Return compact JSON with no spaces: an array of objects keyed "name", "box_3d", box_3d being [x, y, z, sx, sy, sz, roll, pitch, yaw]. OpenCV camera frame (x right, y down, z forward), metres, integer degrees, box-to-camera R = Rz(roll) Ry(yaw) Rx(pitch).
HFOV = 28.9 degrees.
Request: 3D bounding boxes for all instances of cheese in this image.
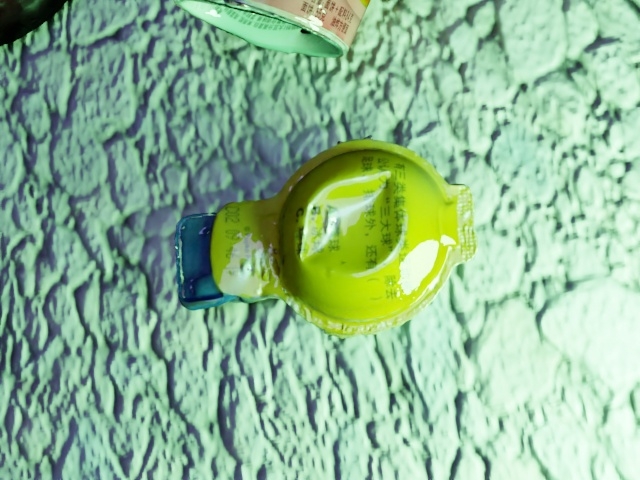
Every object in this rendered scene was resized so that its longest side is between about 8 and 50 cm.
[{"name":"cheese","box_3d":[0.000,0.000,1.070,0.270,0.069,0.177,-8,74,13]}]

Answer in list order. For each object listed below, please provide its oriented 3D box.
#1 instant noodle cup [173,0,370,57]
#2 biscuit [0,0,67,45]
[{"name":"instant noodle cup","box_3d":[-0.018,-0.303,1.085,0.244,0.244,0.255,16,89,16]},{"name":"biscuit","box_3d":[-0.388,-0.374,1.238,0.407,0.091,0.407,-3,75,12]}]
